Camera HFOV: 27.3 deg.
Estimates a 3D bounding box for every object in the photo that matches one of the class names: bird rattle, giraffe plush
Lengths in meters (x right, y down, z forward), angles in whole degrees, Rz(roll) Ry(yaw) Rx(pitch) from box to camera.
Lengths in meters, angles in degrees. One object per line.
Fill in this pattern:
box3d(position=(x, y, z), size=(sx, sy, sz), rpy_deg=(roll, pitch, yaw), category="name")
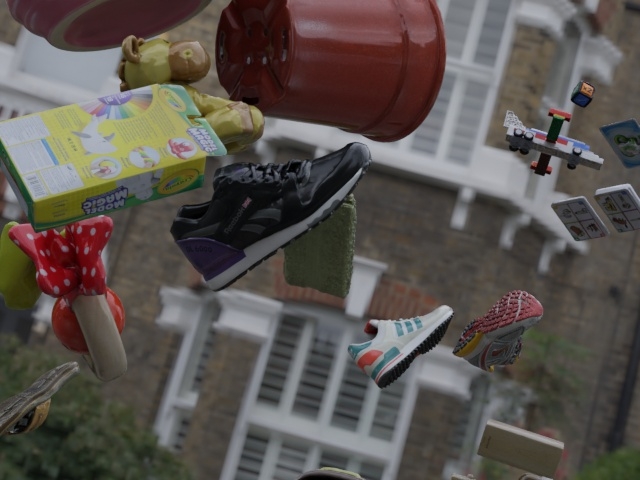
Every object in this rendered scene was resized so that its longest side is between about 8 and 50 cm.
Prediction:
box3d(position=(-0.255, 0.053, 1.433), size=(0.143, 0.207, 0.253), rpy_deg=(-27, 13, -23), category="bird rattle")
box3d(position=(-0.194, -0.192, 1.750), size=(0.210, 0.170, 0.181), rpy_deg=(-14, -5, -19), category="giraffe plush")

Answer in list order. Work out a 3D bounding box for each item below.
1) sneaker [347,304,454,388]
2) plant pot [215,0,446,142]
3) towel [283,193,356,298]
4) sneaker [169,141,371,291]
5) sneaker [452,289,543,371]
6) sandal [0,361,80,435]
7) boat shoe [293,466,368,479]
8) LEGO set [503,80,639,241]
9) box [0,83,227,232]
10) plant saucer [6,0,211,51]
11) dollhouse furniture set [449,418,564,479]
box3d(position=(0.099, 0.113, 1.632), size=(0.075, 0.161, 0.057), rpy_deg=(39, -39, 18), category="sneaker")
box3d(position=(0.002, -0.285, 1.995), size=(0.265, 0.272, 0.272), rpy_deg=(-3, 1, -39), category="plant pot")
box3d(position=(0.000, 0.000, 1.781), size=(0.110, 0.148, 0.027), rpy_deg=(14, 21, 30), category="towel")
box3d(position=(-0.071, -0.055, 1.662), size=(0.124, 0.283, 0.107), rpy_deg=(50, 20, -12), category="sneaker")
box3d(position=(0.322, 0.159, 2.274), size=(0.092, 0.088, 0.225), rpy_deg=(35, -33, -6), category="sneaker")
box3d(position=(-0.389, 0.227, 1.772), size=(0.072, 0.180, 0.049), rpy_deg=(-8, -66, 50), category="sandal")
box3d(position=(0.094, 0.346, 1.484), size=(0.324, 0.117, 0.097), rpy_deg=(22, -12, 44), category="boat shoe")
box3d(position=(0.346, -0.105, 1.653), size=(0.182, 0.060, 0.244), rpy_deg=(-13, -48, 40), category="LEGO set")
box3d(position=(-0.179, -0.076, 1.134), size=(0.179, 0.105, 0.043), rpy_deg=(-18, -37, -23), category="box")
box3d(position=(-0.281, -0.358, 1.900), size=(0.332, 0.084, 0.332), rpy_deg=(-19, -6, -2), category="plant saucer")
box3d(position=(0.273, 0.331, 1.949), size=(0.144, 0.151, 0.123), rpy_deg=(17, 16, 9), category="dollhouse furniture set")
